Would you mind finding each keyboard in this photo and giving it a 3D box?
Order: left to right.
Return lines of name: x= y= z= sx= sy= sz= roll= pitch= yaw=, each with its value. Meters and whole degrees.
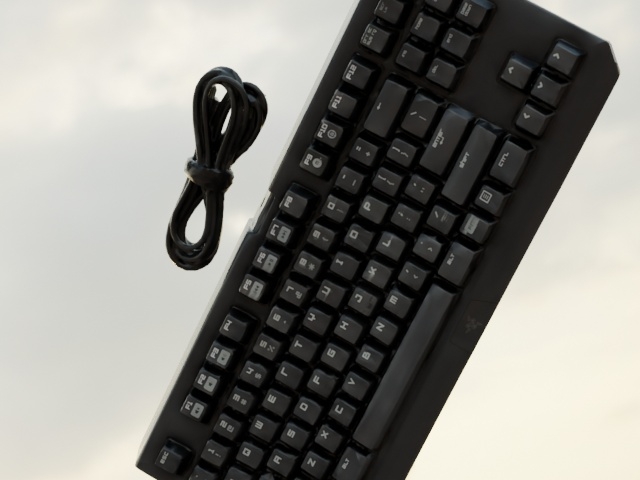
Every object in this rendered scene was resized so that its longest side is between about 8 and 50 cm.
keyboard: x=0.000 y=0.000 z=0.580 sx=0.180 sy=0.108 sz=0.023 roll=-63 pitch=-12 yaw=16
